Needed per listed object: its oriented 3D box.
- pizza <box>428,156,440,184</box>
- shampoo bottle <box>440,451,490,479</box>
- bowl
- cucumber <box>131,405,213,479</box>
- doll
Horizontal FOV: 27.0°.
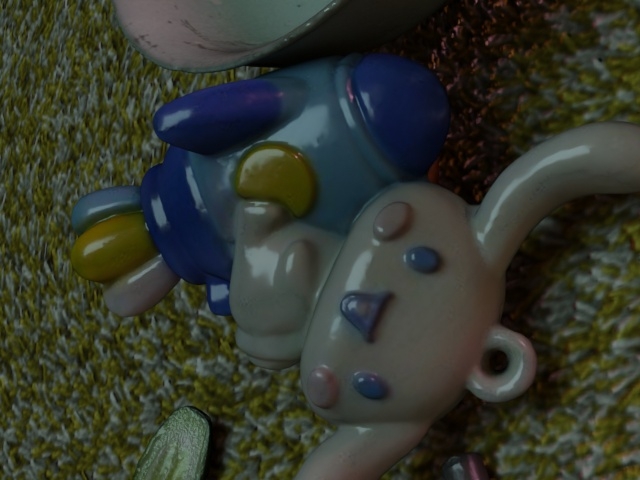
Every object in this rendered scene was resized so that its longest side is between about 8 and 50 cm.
[{"bbox_3d":[0.012,-0.028,1.099,0.195,0.052,0.185,11,81,48],"label":"pizza"},{"bbox_3d":[0.118,0.221,0.893,0.080,0.040,0.165,-41,50,33],"label":"shampoo bottle"},{"bbox_3d":[0.034,-0.297,1.060,0.435,0.196,0.434,-24,55,40],"label":"bowl"},{"bbox_3d":[-0.122,0.198,1.172,0.067,0.035,0.107,32,99,31],"label":"cucumber"},{"bbox_3d":[-0.001,-0.003,0.949,0.366,0.187,0.376,39,79,21],"label":"doll"}]
